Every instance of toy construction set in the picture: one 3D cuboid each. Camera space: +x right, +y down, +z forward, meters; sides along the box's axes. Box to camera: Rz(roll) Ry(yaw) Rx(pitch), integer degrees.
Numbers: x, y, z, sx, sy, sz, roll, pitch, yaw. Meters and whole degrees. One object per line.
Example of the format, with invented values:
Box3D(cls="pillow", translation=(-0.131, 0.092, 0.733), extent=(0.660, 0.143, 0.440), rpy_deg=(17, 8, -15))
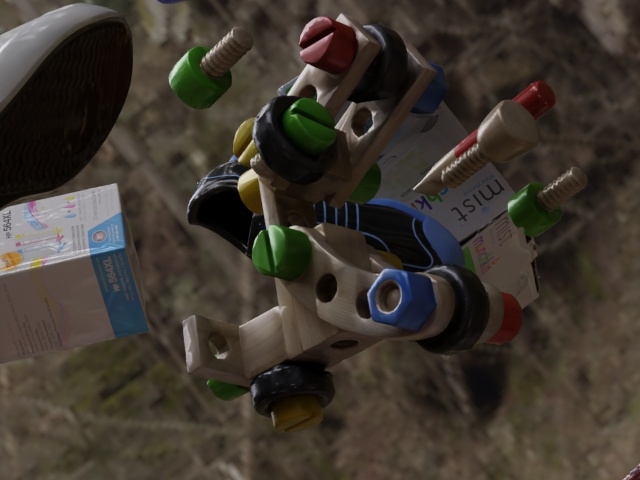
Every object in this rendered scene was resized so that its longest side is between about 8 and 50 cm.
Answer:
Box3D(cls="toy construction set", translation=(0.020, -0.004, 1.288), extent=(0.237, 0.257, 0.309), rpy_deg=(-40, -12, 37))

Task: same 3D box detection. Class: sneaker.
Box3D(cls="sneaker", translation=(0.000, 0.000, 1.508), extent=(0.090, 0.232, 0.081), rpy_deg=(-44, -31, -51))
Box3D(cls="sneaker", translation=(-0.213, -0.070, 1.010), extent=(0.290, 0.123, 0.106), rpy_deg=(-44, -33, -53))

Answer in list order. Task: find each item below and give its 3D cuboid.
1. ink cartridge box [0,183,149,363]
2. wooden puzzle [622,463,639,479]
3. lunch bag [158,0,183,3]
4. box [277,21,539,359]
Box3D(cls="ink cartridge box", translation=(-0.219, 0.028, 1.464), extent=(0.143, 0.092, 0.090), rpy_deg=(-12, -52, -2))
Box3D(cls="wooden puzzle", translation=(0.248, 0.163, 1.302), extent=(0.049, 0.006, 0.083), rpy_deg=(16, -51, -33))
Box3D(cls="lunch bag", translation=(-0.016, -0.385, 1.602), extent=(0.328, 0.239, 0.385), rpy_deg=(-30, 15, 34))
Box3D(cls="box", translation=(0.093, -0.042, 1.748), extent=(0.127, 0.231, 0.262), rpy_deg=(-34, -22, -4))
